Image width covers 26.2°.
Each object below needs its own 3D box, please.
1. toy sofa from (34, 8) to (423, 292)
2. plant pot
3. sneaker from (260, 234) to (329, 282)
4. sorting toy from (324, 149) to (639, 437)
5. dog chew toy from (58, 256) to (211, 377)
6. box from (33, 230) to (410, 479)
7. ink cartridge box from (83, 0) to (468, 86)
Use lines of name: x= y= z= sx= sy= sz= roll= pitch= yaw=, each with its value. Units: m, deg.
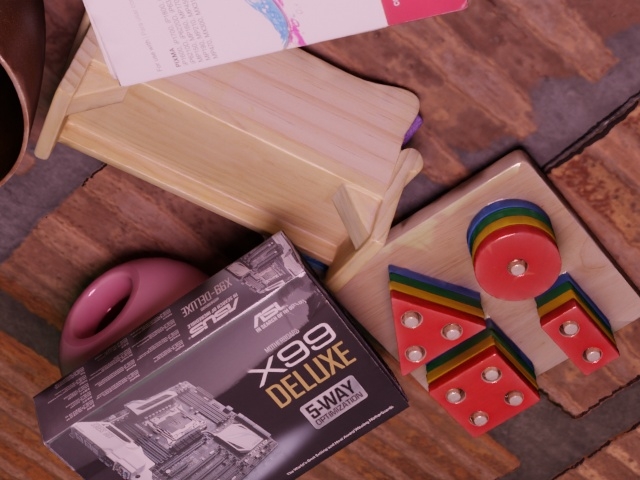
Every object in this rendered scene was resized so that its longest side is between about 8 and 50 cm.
toy sofa: x=-0.087 y=-0.111 z=1.387 sx=0.362 sy=0.177 sz=0.150 roll=25 pitch=151 yaw=-10
plant pot: x=-0.347 y=-0.187 z=1.298 sx=0.215 sy=0.230 sz=0.215 roll=5 pitch=128 yaw=6
sneaker: x=0.000 y=0.000 z=1.500 sx=0.162 sy=0.063 sz=0.073 roll=33 pitch=114 yaw=-26
sorting toy: x=0.181 y=0.075 z=1.465 sx=0.257 sy=0.089 sz=0.255 roll=-33 pitch=120 yaw=20
dog chew toy: x=-0.139 y=0.169 z=1.564 sx=0.206 sy=0.207 sz=0.332 roll=-26 pitch=127 yaw=26
box: x=-0.096 y=0.163 z=1.404 sx=0.307 sy=0.076 sz=0.242 roll=-33 pitch=131 yaw=3
ink cartridge box: x=-0.040 y=-0.268 z=1.168 sx=0.306 sy=0.226 sz=0.131 roll=-10 pitch=130 yaw=8
